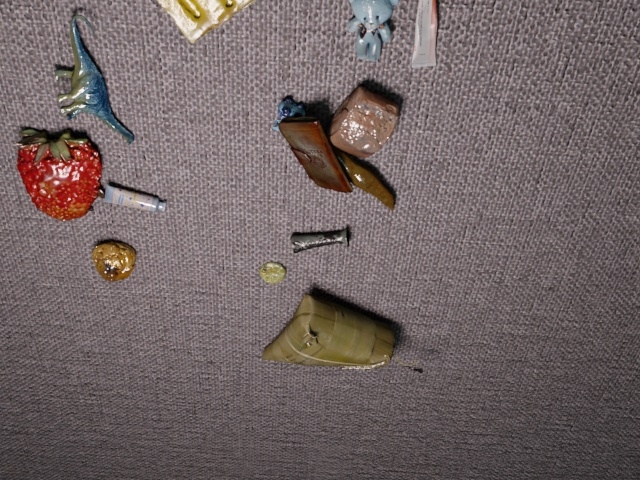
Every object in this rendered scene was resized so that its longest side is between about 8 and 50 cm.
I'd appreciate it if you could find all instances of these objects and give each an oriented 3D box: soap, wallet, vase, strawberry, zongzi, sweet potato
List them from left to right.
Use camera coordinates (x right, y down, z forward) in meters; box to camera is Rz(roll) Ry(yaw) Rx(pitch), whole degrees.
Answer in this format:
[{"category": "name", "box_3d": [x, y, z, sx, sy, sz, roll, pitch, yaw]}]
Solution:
[{"category": "strawberry", "box_3d": [-0.711, -0.146, 1.807, 0.233, 0.138, 0.306, 3, 127, 0]}, {"category": "soap", "box_3d": [-0.302, -0.616, 1.440, 0.199, 0.091, 0.315, -28, 120, 22]}, {"category": "wallet", "box_3d": [-0.012, -0.219, 1.710, 0.137, 0.031, 0.255, 8, 146, 35]}, {"category": "vase", "box_3d": [0.000, 0.000, 1.918, 0.167, 0.059, 0.059, -7, 127, 9]}, {"category": "zongzi", "box_3d": [0.069, 0.358, 2.142, 0.447, 0.181, 0.418, 23, 141, -17]}, {"category": "sweet potato", "box_3d": [0.119, -0.165, 1.780, 0.067, 0.067, 0.274, -37, 119, 28]}]

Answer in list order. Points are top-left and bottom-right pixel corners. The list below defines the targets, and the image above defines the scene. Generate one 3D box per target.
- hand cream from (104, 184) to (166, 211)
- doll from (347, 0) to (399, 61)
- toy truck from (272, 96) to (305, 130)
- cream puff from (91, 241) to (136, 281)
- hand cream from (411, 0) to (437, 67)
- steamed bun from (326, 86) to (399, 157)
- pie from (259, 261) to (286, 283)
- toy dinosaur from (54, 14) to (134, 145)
[{"category": "hand cream", "box_3d": [-0.525, -0.115, 1.870, 0.170, 0.043, 0.065, 13, 130, -11]}, {"category": "doll", "box_3d": [0.114, -0.492, 1.515, 0.120, 0.075, 0.180, 7, 128, 3]}, {"category": "toy truck", "box_3d": [-0.084, -0.314, 1.686, 0.073, 0.056, 0.090, 24, 138, -18]}, {"category": "cream puff", "box_3d": [-0.626, 0.062, 1.986, 0.119, 0.104, 0.133, -31, 119, 32]}, {"category": "hand cream", "box_3d": [0.248, -0.503, 1.528, 0.052, 0.038, 0.216, 18, 137, 21]}, {"category": "steamed bun", "box_3d": [0.109, -0.289, 1.655, 0.144, 0.106, 0.175, 27, 123, -16]}, {"category": "pie", "box_3d": [-0.145, 0.099, 2.031, 0.085, 0.017, 0.085, 2, 127, 3]}, {"category": "toy dinosaur", "box_3d": [-0.592, -0.380, 1.656, 0.147, 0.076, 0.363, -17, 129, -8]}]
